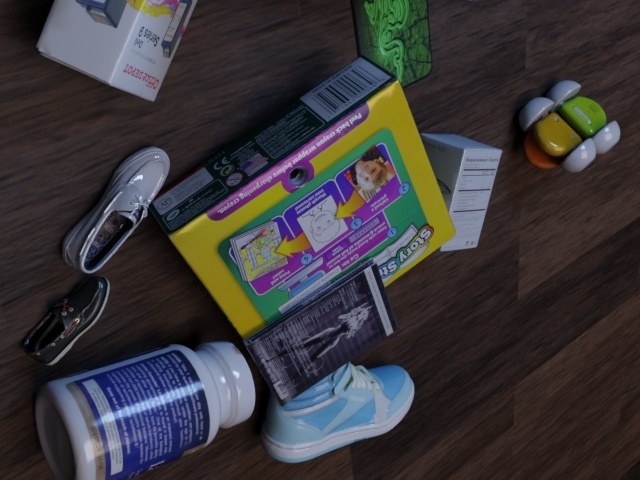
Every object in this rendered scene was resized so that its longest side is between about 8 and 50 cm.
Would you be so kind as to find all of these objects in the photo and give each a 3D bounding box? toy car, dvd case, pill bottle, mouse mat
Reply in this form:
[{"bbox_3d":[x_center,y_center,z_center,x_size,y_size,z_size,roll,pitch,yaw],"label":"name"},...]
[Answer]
[{"bbox_3d":[0.461,-0.201,1.525,0.182,0.159,0.136,-34,164,-27],"label":"toy car"},{"bbox_3d":[0.007,0.138,1.184,0.221,0.018,0.164,-32,135,-10],"label":"dvd case"},{"bbox_3d":[-0.230,0.227,1.078,0.264,0.153,0.153,-14,120,-37],"label":"pill bottle"},{"bbox_3d":[0.114,-0.317,1.227,0.152,0.007,0.190,-31,128,-28],"label":"mouse mat"}]

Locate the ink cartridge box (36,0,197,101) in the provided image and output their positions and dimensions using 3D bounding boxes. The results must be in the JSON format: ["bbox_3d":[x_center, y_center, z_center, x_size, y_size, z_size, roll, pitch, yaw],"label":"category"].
[{"bbox_3d":[-0.197,-0.268,0.855,0.212,0.093,0.154,-64,176,5],"label":"ink cartridge box"}]

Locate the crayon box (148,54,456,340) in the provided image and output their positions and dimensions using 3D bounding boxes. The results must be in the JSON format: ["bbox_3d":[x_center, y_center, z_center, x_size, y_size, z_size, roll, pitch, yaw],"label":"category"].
[{"bbox_3d":[-0.009,-0.029,1.142,0.363,0.106,0.313,-35,133,-7],"label":"crayon box"}]

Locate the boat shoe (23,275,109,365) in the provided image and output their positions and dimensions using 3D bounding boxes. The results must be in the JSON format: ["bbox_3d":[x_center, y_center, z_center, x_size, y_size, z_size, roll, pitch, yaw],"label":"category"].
[{"bbox_3d":[-0.318,0.097,1.007,0.133,0.049,0.042,-50,143,-5],"label":"boat shoe"}]

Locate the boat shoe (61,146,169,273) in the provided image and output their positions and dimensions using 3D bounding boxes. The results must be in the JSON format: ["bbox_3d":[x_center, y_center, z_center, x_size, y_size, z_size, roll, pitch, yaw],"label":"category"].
[{"bbox_3d":[-0.246,-0.037,0.994,0.184,0.063,0.066,-47,135,-14],"label":"boat shoe"}]

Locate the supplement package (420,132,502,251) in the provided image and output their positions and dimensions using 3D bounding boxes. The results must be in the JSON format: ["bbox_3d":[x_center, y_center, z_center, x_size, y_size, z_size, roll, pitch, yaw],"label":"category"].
[{"bbox_3d":[0.220,-0.085,1.370,0.105,0.105,0.179,-5,113,-41],"label":"supplement package"}]

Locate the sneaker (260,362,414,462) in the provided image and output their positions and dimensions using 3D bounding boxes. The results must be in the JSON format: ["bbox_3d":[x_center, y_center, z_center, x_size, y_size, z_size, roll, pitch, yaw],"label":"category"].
[{"bbox_3d":[0.046,0.233,1.357,0.319,0.127,0.208,-17,123,-37],"label":"sneaker"}]
